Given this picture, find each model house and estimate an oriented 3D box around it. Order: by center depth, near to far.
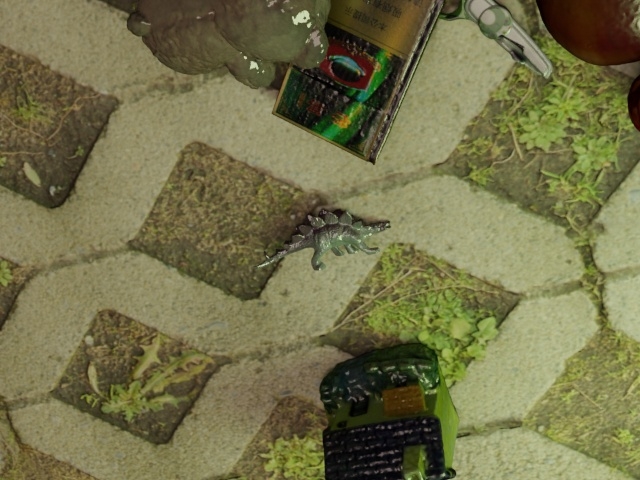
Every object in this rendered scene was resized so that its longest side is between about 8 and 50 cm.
[{"bbox_3d":[0.090,0.283,1.375,0.194,0.211,0.170,-12,112,16],"label":"model house"}]

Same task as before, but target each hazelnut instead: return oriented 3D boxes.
[{"bbox_3d":[0.340,-0.304,1.075,0.208,0.208,0.208,4,113,8],"label":"hazelnut"}]

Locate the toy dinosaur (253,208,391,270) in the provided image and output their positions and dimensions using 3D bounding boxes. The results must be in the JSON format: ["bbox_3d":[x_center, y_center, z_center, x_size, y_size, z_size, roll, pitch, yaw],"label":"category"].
[{"bbox_3d":[0.000,-0.001,1.359,0.209,0.039,0.082,-19,105,6],"label":"toy dinosaur"}]

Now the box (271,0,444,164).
[{"bbox_3d":[0.051,-0.241,1.221,0.159,0.071,0.240,26,114,9],"label":"box"}]

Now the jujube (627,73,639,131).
[{"bbox_3d":[0.498,-0.174,1.104,0.232,0.213,0.213,-41,101,12],"label":"jujube"}]

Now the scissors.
[{"bbox_3d":[0.224,-0.285,1.208,0.204,0.027,0.101,41,116,-6],"label":"scissors"}]

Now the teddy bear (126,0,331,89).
[{"bbox_3d":[-0.108,-0.298,1.167,0.267,0.151,0.236,-8,115,30],"label":"teddy bear"}]
